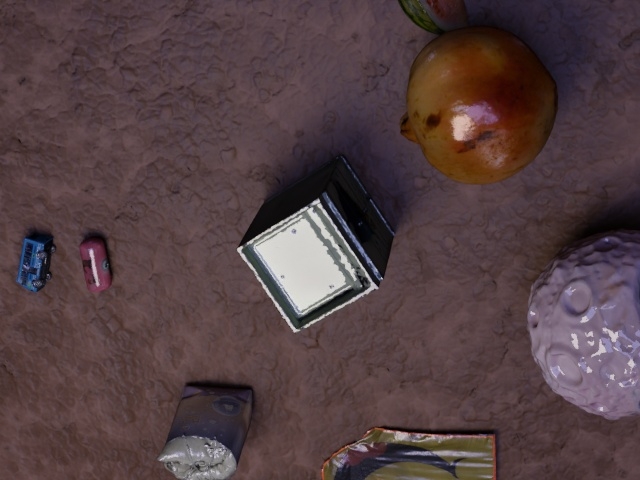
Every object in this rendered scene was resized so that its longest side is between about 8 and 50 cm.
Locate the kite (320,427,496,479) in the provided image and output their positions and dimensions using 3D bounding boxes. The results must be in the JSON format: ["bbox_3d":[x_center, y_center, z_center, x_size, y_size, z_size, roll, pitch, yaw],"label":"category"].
[{"bbox_3d":[0.153,0.432,1.817,0.377,0.013,0.327,-40,100,20],"label":"kite"}]

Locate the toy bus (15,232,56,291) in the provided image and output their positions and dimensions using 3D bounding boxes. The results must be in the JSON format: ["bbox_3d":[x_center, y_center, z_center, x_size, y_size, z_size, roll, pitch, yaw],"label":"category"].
[{"bbox_3d":[-0.433,0.033,1.744,0.046,0.038,0.083,17,109,7],"label":"toy bus"}]

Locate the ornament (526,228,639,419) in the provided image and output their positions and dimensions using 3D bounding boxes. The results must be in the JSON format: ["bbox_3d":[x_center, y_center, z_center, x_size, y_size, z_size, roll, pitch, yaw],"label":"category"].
[{"bbox_3d":[0.399,0.115,1.549,0.259,0.259,0.225,46,148,-9],"label":"ornament"}]

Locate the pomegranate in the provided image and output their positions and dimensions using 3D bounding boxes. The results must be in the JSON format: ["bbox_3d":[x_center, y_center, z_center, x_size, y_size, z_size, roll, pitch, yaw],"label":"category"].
[{"bbox_3d":[0.208,-0.184,1.501,0.209,0.209,0.209,2,110,7],"label":"pomegranate"}]

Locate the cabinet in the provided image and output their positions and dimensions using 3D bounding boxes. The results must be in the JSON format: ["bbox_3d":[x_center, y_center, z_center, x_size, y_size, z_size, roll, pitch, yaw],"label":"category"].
[{"bbox_3d":[0.000,0.000,1.583,0.150,0.206,0.145,-30,103,17],"label":"cabinet"}]

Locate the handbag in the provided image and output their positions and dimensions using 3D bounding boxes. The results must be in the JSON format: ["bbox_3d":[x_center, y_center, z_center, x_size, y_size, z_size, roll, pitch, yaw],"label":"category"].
[{"bbox_3d":[-0.171,0.295,1.730,0.117,0.173,0.095,2,119,8],"label":"handbag"}]

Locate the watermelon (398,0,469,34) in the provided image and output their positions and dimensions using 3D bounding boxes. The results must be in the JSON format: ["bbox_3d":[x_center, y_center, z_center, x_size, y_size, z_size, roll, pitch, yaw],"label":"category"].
[{"bbox_3d":[0.131,-0.335,1.537,0.069,0.087,0.163,-7,110,50],"label":"watermelon"}]

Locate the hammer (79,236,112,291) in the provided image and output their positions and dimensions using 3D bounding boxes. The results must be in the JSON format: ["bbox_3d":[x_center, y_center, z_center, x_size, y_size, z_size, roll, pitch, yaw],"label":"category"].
[{"bbox_3d":[-0.338,0.037,1.732,0.043,0.043,0.083,-4,108,9],"label":"hammer"}]
